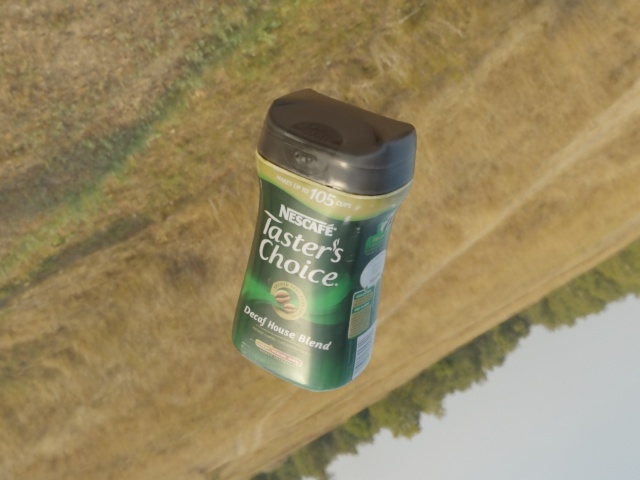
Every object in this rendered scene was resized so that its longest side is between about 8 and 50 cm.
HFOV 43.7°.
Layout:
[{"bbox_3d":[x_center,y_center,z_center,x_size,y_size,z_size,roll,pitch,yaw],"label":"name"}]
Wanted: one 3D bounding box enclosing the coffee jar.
[{"bbox_3d":[0.000,0.000,0.515,0.079,0.096,0.184,-33,140,-52],"label":"coffee jar"}]
